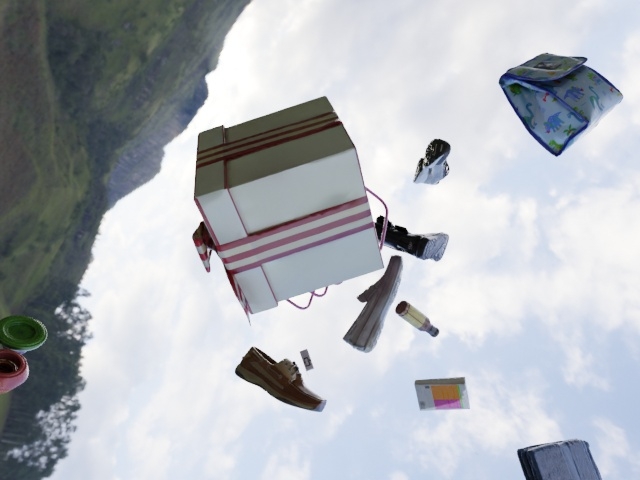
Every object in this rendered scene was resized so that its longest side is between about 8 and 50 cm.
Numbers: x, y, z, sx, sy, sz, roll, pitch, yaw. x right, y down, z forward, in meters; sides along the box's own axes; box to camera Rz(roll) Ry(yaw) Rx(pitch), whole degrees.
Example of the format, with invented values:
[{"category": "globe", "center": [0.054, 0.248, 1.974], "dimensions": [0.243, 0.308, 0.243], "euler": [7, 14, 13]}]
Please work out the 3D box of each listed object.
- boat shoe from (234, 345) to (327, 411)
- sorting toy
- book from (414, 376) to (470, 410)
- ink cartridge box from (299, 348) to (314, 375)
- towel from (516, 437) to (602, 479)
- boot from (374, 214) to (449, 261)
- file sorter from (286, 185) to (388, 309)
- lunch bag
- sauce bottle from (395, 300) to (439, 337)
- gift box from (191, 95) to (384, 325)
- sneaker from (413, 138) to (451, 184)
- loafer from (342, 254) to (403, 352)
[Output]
[{"category": "boat shoe", "center": [-0.124, 0.433, 1.562], "dimensions": [0.324, 0.122, 0.120], "euler": [20, -100, 23]}, {"category": "sorting toy", "center": [-0.338, 0.125, 0.525], "dimensions": [0.042, 0.061, 0.102], "euler": [-57, -157, 20]}, {"category": "book", "center": [0.352, 0.448, 1.426], "dimensions": [0.144, 0.096, 0.035], "euler": [-8, -162, 19]}, {"category": "ink cartridge box", "center": [-0.041, 0.395, 1.594], "dimensions": [0.028, 0.048, 0.083], "euler": [-19, -105, -4]}, {"category": "towel", "center": [0.306, 0.292, 0.628], "dimensions": [0.029, 0.119, 0.067], "euler": [-46, -134, 47]}, {"category": "boot", "center": [0.266, -0.011, 1.515], "dimensions": [0.207, 0.246, 0.094], "euler": [24, -76, 29]}, {"category": "file sorter", "center": [0.000, 0.000, 1.160], "dimensions": [0.290, 0.182, 0.202], "euler": [-41, -160, 38]}, {"category": "lunch bag", "center": [0.370, -0.229, 0.773], "dimensions": [0.129, 0.096, 0.151], "euler": [-32, -109, -31]}, {"category": "sauce bottle", "center": [0.235, 0.192, 1.184], "dimensions": [0.042, 0.128, 0.042], "euler": [-41, -156, 23]}, {"category": "gift box", "center": [-0.060, -0.038, 0.781], "dimensions": [0.258, 0.276, 0.255], "euler": [-17, -149, 0]}, {"category": "sneaker", "center": [0.408, -0.270, 1.720], "dimensions": [0.108, 0.271, 0.100], "euler": [14, -105, -1]}, {"category": "loafer", "center": [0.165, 0.185, 1.516], "dimensions": [0.111, 0.112, 0.319], "euler": [22, -95, 16]}]
